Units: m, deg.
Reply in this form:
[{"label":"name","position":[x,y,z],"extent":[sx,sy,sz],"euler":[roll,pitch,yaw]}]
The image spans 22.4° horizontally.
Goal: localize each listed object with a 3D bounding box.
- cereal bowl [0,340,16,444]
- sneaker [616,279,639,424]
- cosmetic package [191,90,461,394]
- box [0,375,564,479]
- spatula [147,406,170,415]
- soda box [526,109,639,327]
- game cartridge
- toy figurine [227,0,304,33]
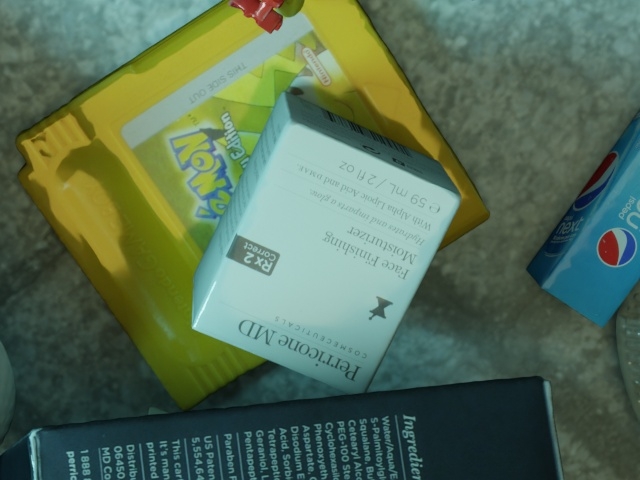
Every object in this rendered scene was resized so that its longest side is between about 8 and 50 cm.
[{"label":"cereal bowl","position":[-0.416,0.118,1.253],"extent":[0.339,0.141,0.339],"euler":[13,138,12]},{"label":"sneaker","position":[0.378,0.171,1.454],"extent":[0.126,0.127,0.321],"euler":[-30,81,36]},{"label":"cosmetic package","position":[0.000,0.000,1.301],"extent":[0.151,0.151,0.183],"euler":[23,101,-9]},{"label":"box","position":[-0.042,0.242,1.267],"extent":[0.396,0.293,0.211],"euler":[-5,79,-18]},{"label":"spatula","position":[-0.096,0.281,1.416],"extent":[0.168,0.019,0.242],"euler":[17,73,-25]},{"label":"soda box","position":[0.273,-0.033,1.413],"extent":[0.071,0.067,0.210],"euler":[33,98,-12]},{"label":"game cartridge","position":[-0.061,-0.050,1.384],"extent":[0.324,0.052,0.285],"euler":[-33,104,2]},{"label":"toy figurine","position":[-0.025,-0.369,1.238],"extent":[0.217,0.191,0.362],"euler":[34,85,2]}]
